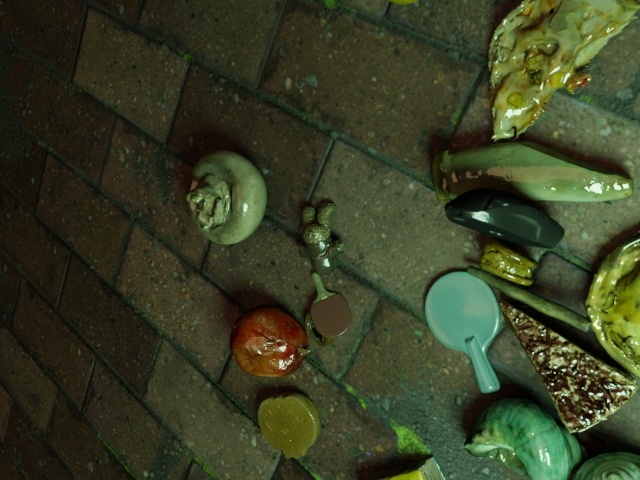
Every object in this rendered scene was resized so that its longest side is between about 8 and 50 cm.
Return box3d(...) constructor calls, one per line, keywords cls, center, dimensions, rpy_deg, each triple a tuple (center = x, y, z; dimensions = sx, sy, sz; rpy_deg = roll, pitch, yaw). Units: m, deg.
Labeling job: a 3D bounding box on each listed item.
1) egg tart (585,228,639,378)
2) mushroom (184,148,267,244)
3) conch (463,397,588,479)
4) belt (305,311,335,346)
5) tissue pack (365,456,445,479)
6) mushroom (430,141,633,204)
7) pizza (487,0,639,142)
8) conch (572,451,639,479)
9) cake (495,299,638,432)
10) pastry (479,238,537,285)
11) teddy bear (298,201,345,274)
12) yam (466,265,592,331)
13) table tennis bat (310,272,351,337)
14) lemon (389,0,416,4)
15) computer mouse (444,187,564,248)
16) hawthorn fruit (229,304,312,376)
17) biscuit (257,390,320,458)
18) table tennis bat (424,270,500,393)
box3d(cls="egg tart", center=(0.551, 0.107, 0.819), dimensions=(0.291, 0.107, 0.290), rpy_deg=(4, 98, 33))
box3d(cls="mushroom", center=(-0.236, -0.102, 1.296), dimensions=(0.226, 0.178, 0.226), rpy_deg=(9, 104, 43))
box3d(cls="conch", center=(0.362, 0.359, 0.967), dimensions=(0.188, 0.122, 0.175), rpy_deg=(26, 136, 30))
box3d(cls="belt", center=(-0.001, 0.202, 1.251), dimensions=(0.059, 0.036, 0.083), rpy_deg=(-38, 73, 38))
box3d(cls="tissue pack", center=(0.178, 0.534, 1.132), dimensions=(0.169, 0.082, 0.120), rpy_deg=(-31, 78, 32))
box3d(cls="mushroom", center=(0.352, -0.118, 0.949), dimensions=(0.333, 0.087, 0.107), rpy_deg=(1, 97, 31))
box3d(cls="pizza", center=(0.367, -0.308, 0.926), dimensions=(0.189, 0.071, 0.297), rpy_deg=(47, 119, 21))
box3d(cls="conch", center=(0.482, 0.445, 0.868), dimensions=(0.220, 0.195, 0.277), rpy_deg=(-7, 129, 23))
box3d(cls="cake", center=(0.416, 0.184, 0.920), dimensions=(0.135, 0.112, 0.246), rpy_deg=(-29, 64, 12))
box3d(cls="pastry", center=(0.332, 0.039, 0.969), dimensions=(0.097, 0.109, 0.057), rpy_deg=(-137, 67, -72))
box3d(cls="teddy bear", center=(-0.005, -0.002, 1.207), dimensions=(0.119, 0.078, 0.160), rpy_deg=(-10, 88, 31))
box3d(cls="yam", center=(0.354, 0.098, 0.953), dimensions=(0.234, 0.027, 0.029), rpy_deg=(28, 128, 40))
box3d(cls="table tennis bat", center=(0.014, 0.143, 1.229), dimensions=(0.087, 0.013, 0.156), rpy_deg=(-25, 68, 5))
box3d(cls="lemon", center=(0.138, -0.539, 0.983), dimensions=(0.260, 0.204, 0.204), rpy_deg=(44, 117, 22))
box3d(cls="computer mouse", center=(0.305, -0.042, 0.915), dimensions=(0.122, 0.217, 0.073), rpy_deg=(14, 86, 62))
box3d(cls="hawthorn fruit", center=(-0.123, 0.240, 1.264), dimensions=(0.179, 0.173, 0.173), rpy_deg=(46, 118, 24))
box3d(cls="biscuit", center=(-0.069, 0.440, 1.315), dimensions=(0.170, 0.050, 0.170), rpy_deg=(7, 105, 28))
box3d(cls="table tennis bat", center=(0.287, 0.175, 1.052), dimensions=(0.149, 0.038, 0.237), rpy_deg=(-27, 75, 32))
